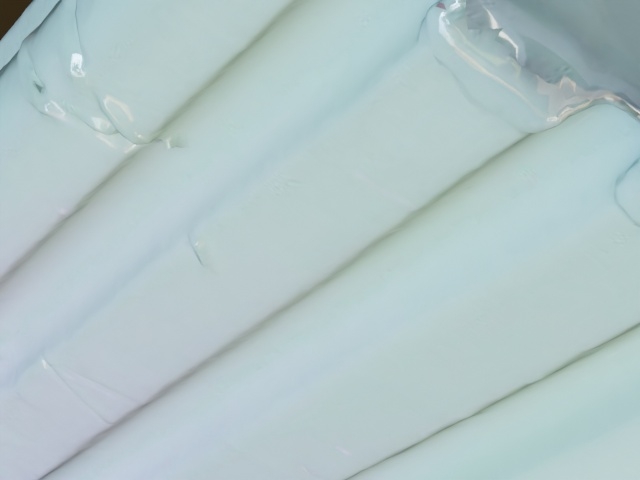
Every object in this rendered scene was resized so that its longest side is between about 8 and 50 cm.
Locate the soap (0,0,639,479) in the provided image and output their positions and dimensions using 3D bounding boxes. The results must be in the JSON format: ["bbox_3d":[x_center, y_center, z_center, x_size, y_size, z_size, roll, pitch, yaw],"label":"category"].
[{"bbox_3d":[0.000,0.000,0.458,0.289,0.173,0.095,-37,21,52],"label":"soap"}]
